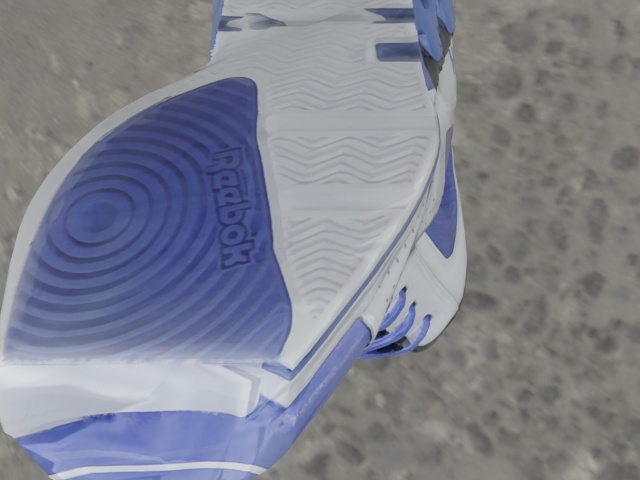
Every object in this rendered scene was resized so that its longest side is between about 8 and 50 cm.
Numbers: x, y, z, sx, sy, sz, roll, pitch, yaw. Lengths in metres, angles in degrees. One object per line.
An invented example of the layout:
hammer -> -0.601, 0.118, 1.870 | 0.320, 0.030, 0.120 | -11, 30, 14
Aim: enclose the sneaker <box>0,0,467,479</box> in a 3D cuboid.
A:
sneaker -> 0.000, -0.001, 0.661 | 0.128, 0.315, 0.182 | 3, 130, 15
